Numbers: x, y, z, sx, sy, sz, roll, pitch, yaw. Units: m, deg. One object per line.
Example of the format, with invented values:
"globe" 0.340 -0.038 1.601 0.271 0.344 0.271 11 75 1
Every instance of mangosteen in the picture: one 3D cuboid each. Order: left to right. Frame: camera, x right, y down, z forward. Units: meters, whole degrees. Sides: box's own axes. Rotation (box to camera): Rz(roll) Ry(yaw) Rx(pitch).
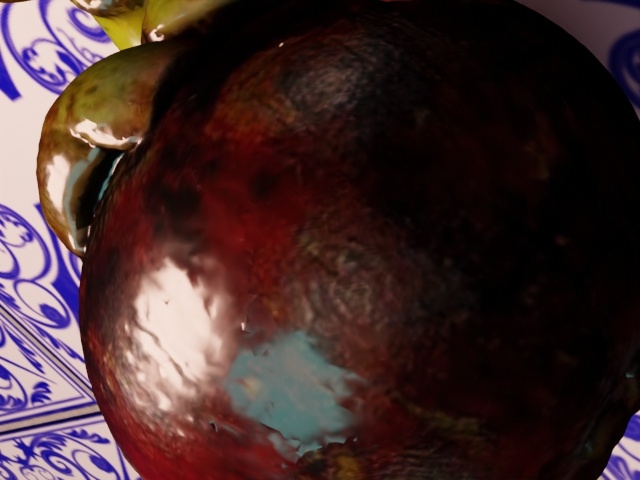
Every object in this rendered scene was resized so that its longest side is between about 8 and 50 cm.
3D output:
"mangosteen" 0.000 0.000 0.885 0.360 0.306 0.306 31 150 18

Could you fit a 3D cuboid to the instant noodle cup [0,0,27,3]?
"instant noodle cup" -0.160 -0.242 0.804 0.172 0.216 0.215 34 151 19
